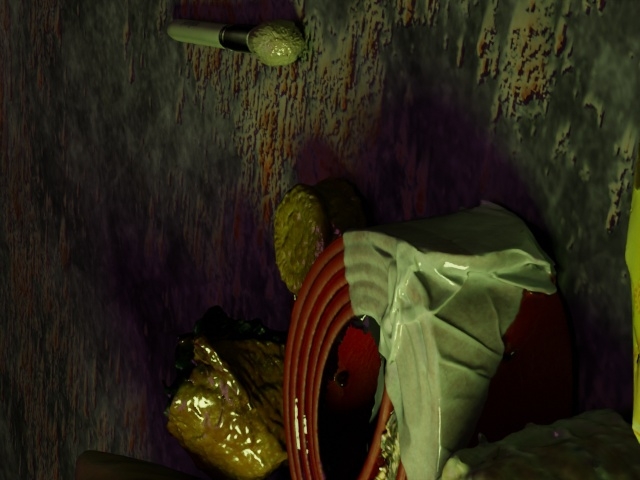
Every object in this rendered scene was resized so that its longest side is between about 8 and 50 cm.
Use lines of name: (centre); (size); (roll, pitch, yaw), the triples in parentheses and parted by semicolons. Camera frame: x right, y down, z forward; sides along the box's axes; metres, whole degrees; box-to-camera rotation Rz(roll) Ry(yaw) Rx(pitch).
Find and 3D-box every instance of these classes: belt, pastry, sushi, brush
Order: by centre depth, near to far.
belt: (0.068, 0.109, 1.224); (0.227, 0.115, 0.323); (56, 145, 40)
pastry: (0.000, 0.000, 1.395); (0.109, 0.057, 0.097); (30, 124, 57)
sushi: (-0.063, 0.132, 1.489); (0.140, 0.149, 0.287); (47, 176, 6)
brush: (-0.082, -0.180, 1.537); (0.299, 0.042, 0.039); (-160, 62, -66)

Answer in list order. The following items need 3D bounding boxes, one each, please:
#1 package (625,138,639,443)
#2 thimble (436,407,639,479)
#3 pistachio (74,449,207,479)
package: (0.222, 0.045, 0.902); (0.168, 0.090, 0.226); (3, 100, 62)
thimble: (0.155, 0.233, 1.050); (0.196, 0.148, 0.229); (30, 128, 58)
pistachio: (-0.127, 0.343, 1.479); (0.365, 0.281, 0.445); (52, 172, 23)
